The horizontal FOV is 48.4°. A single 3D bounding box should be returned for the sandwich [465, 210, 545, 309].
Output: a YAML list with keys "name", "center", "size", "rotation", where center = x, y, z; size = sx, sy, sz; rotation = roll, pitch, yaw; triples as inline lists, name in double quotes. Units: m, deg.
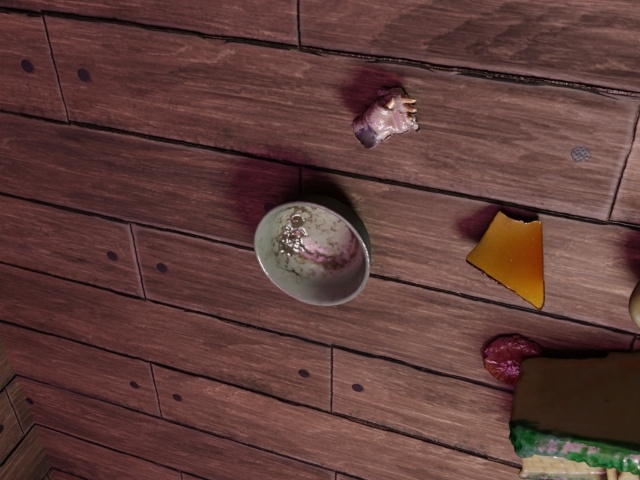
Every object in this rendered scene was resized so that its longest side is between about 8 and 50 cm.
- name: "sandwich"
  center: [0.436, 0.033, 1.534]
  size: [0.193, 0.058, 0.163]
  rotation: [35, 97, 13]

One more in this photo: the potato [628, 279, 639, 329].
- name: "potato"
  center: [0.780, 0.120, 1.377]
  size: [0.326, 0.221, 0.243]
  rotation: [2, 118, 38]

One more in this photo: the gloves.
- name: "gloves"
  center: [0.133, -0.254, 1.470]
  size: [0.144, 0.094, 0.110]
  rotation: [-16, 128, 11]

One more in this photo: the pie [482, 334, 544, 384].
- name: "pie"
  center: [0.478, 0.297, 1.766]
  size: [0.153, 0.038, 0.154]
  rotation: [11, 128, 14]

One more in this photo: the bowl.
- name: "bowl"
  center: [0.000, 0.000, 1.687]
  size: [0.289, 0.146, 0.289]
  rotation: [12, 127, 16]

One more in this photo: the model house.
- name: "model house"
  center: [0.648, 0.475, 1.635]
  size: [0.381, 0.335, 0.343]
  rotation: [-1, 123, 27]
